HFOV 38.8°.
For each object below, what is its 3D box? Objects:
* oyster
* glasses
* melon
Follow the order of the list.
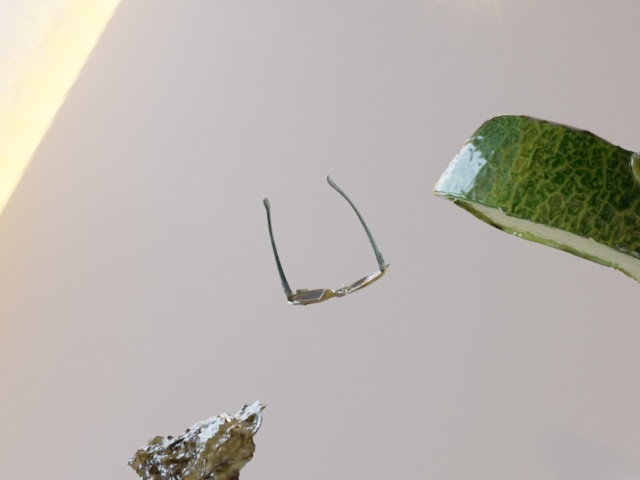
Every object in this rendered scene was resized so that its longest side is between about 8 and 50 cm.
[{"bbox_3d":[-0.127,0.223,0.932,0.165,0.053,0.108,-31,-141,22],"label":"oyster"},{"bbox_3d":[-0.005,0.016,1.525,0.189,0.221,0.088,-17,-147,19],"label":"glasses"},{"bbox_3d":[0.180,-0.005,0.517,0.064,0.209,0.118,-66,-159,-8],"label":"melon"}]
